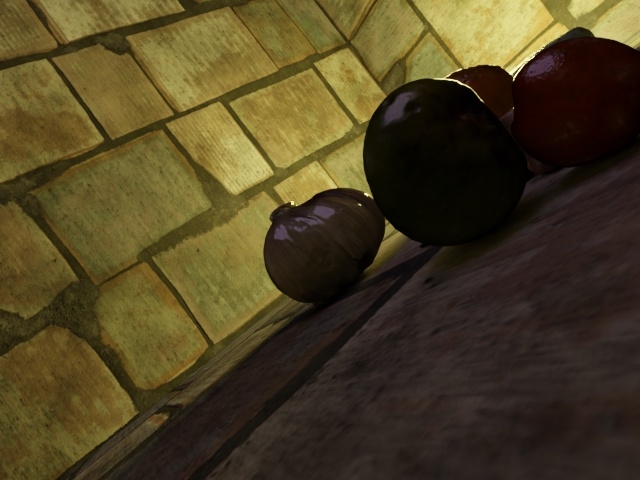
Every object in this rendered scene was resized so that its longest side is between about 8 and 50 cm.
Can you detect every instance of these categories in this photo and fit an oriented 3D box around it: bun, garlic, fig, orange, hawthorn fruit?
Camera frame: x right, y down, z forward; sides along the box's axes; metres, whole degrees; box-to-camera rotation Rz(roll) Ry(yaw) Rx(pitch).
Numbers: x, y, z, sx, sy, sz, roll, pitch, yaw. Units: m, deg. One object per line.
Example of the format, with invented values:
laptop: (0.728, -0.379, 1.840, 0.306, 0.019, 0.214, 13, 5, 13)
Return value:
bun: (0.828, -0.595, 1.550, 0.354, 0.194, 0.354, -34, -2, -1)
garlic: (0.012, 0.012, 0.982, 0.321, 0.241, 0.322, -17, 7, 2)
fig: (0.132, -0.078, 0.486, 0.181, 0.181, 0.191, -37, -19, -24)
orange: (0.339, -0.260, 0.950, 0.240, 0.240, 0.240, -37, -1, -1)
hawthorn fruit: (0.247, -0.125, 0.407, 0.125, 0.140, 0.125, -22, -37, -18)

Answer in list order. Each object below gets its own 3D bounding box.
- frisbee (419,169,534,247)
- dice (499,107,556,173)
frisbee: (0.233, -0.047, 0.689, 0.187, 0.012, 0.211, -39, -1, 2)
dice: (0.289, -0.145, 0.538, 0.094, 0.091, 0.093, -38, -2, 8)
